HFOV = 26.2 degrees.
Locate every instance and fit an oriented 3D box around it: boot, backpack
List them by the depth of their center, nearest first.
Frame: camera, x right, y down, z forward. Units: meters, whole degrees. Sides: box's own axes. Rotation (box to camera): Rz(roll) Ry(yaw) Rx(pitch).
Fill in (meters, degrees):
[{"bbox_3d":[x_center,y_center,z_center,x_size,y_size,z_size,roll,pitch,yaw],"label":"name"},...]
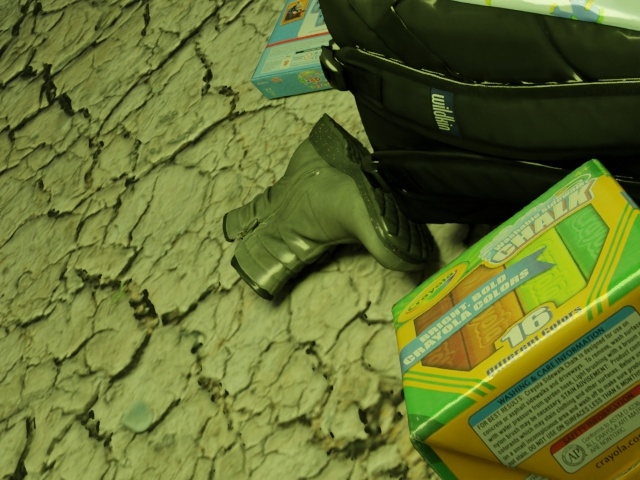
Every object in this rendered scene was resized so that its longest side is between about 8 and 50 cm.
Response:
[{"bbox_3d":[0.213,-0.125,0.994,0.355,0.290,0.273,22,58,44],"label":"backpack"},{"bbox_3d":[0.000,0.000,1.240,0.161,0.083,0.246,-47,31,10],"label":"boot"}]

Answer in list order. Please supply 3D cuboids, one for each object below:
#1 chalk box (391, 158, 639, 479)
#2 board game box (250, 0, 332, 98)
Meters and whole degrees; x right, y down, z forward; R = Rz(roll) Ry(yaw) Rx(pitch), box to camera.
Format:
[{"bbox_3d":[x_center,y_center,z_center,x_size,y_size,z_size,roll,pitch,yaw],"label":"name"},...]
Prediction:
[{"bbox_3d":[0.167,0.079,0.877,0.180,0.179,0.289,-38,13,9],"label":"chalk box"},{"bbox_3d":[0.028,-0.251,1.460,0.160,0.039,0.211,-5,54,40],"label":"board game box"}]
